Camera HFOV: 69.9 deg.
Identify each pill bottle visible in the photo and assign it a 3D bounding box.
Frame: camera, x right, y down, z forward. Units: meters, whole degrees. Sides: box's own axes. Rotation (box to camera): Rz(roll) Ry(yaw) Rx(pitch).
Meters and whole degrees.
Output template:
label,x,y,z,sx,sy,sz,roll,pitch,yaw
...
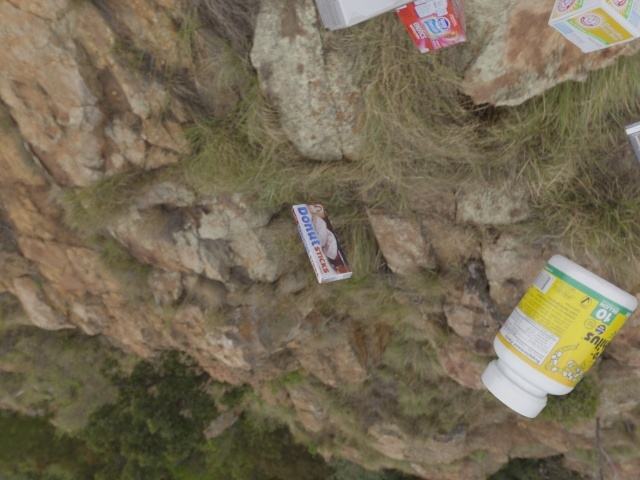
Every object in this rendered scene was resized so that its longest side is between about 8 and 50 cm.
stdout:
label,x,y,z,sx,sy,sz,roll,pitch,yaw
pill bottle,0.318,0.134,0.633,0.118,0.117,0.208,32,103,10

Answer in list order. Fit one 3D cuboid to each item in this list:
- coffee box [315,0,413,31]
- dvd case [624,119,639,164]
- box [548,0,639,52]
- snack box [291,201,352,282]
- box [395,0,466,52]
label,x,y,z,sx,sy,sz,roll,pitch,yaw
coffee box,0.079,-0.407,0.695,0.168,0.297,0.119,-20,114,4
dvd case,0.815,-0.189,1.034,0.164,0.018,0.221,-20,94,60
box,0.500,-0.454,0.791,0.114,0.103,0.203,19,89,-24
snack box,0.000,0.000,0.893,0.022,0.064,0.178,106,148,-51
box,0.278,-0.609,1.168,0.128,0.257,0.122,-4,78,30
